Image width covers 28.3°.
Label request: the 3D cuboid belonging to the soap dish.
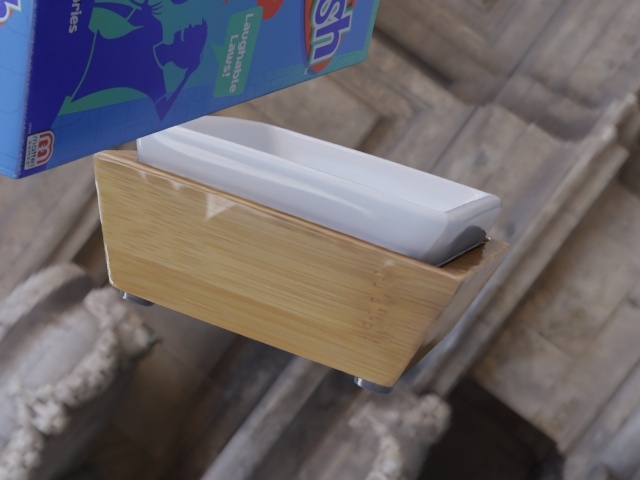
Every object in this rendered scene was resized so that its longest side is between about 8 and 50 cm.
[{"bbox_3d":[0.000,0.000,0.857,0.291,0.229,0.118,-14,-58,-76],"label":"soap dish"}]

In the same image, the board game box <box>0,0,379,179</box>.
[{"bbox_3d":[-0.034,-0.122,0.404,0.210,0.047,0.160,-31,-42,-56],"label":"board game box"}]
